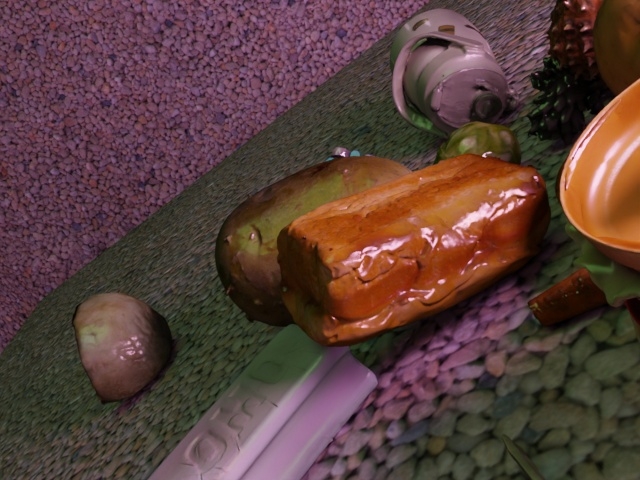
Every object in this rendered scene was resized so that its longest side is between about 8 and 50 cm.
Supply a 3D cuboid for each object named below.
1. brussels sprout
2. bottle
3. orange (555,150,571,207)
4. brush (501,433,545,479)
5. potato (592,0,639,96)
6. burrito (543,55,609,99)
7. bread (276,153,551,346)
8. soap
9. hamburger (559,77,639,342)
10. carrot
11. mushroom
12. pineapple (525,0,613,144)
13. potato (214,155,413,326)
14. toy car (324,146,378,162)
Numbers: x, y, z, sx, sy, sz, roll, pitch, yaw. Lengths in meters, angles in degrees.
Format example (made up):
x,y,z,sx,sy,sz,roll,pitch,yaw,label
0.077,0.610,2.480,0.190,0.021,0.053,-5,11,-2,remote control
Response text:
x,y,z,sx,sy,sz,roll,pitch,yaw,label
0.246,-0.129,1.083,0.155,0.117,0.155,-35,29,23,brussels sprout
0.257,-0.330,1.388,0.229,0.229,0.351,-34,28,17,bottle
0.337,-0.062,0.739,0.156,0.134,0.156,-59,7,12,orange
0.187,0.218,0.547,0.030,0.033,0.178,-53,18,6,brush
0.412,-0.218,0.712,0.242,0.242,0.285,-40,46,0,potato
0.438,-0.291,1.196,0.104,0.054,0.288,-33,21,23,burrito
0.119,0.012,0.853,0.344,0.148,0.195,-22,27,-20,bread
-0.078,0.246,0.875,0.289,0.095,0.173,-47,20,-21,soap
0.341,-0.015,0.502,0.274,0.212,0.274,-37,26,21,hamburger
0.296,0.044,0.710,0.161,0.055,0.055,-35,18,33,carrot
-0.419,0.203,1.469,0.164,0.189,0.267,-24,18,2,mushroom
0.388,-0.259,0.983,0.157,0.158,0.278,-63,-13,-49,pineapple
0.003,-0.012,1.133,0.359,0.219,0.269,-30,30,7,potato
0.079,-0.125,1.460,0.162,0.098,0.126,9,75,30,toy car
